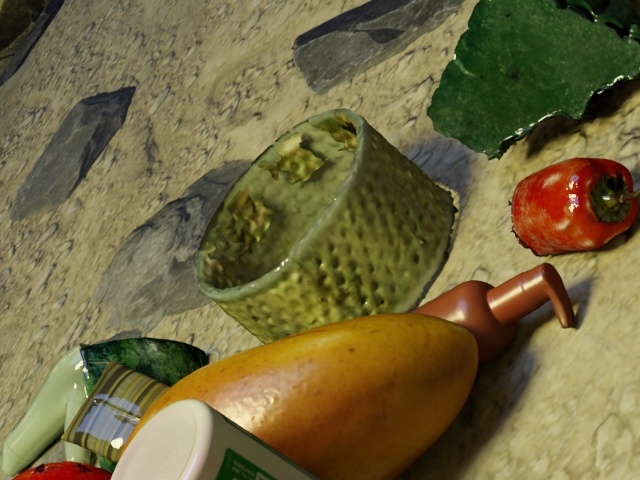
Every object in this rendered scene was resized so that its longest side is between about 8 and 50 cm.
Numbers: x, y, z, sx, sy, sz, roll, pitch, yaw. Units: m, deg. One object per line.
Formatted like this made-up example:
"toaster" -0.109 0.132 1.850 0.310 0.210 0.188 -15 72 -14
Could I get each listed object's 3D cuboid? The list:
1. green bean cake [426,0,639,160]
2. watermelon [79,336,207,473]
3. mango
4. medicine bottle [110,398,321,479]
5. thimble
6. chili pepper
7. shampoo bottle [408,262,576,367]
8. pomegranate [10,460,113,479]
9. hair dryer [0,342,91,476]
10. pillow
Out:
"green bean cake" 0.233 -0.172 1.874 0.208 0.193 0.107 -63 -3 28
"watermelon" -0.210 0.222 2.150 0.202 0.136 0.207 73 -160 -75
"mango" -0.010 0.176 1.671 0.350 0.201 0.199 -28 13 15
"medicine bottle" -0.039 0.253 1.530 0.133 0.274 0.133 -38 31 28
"thimble" 0.000 0.000 1.985 0.271 0.150 0.271 -38 27 23
"chili pepper" 0.251 -0.037 1.698 0.084 0.086 0.192 -29 5 -26
"shampoo bottle" 0.128 0.092 1.726 0.244 0.085 0.085 -31 30 32
"pomegranate" -0.270 0.342 1.887 0.210 0.210 0.235 -90 14 -55
"hair dryer" -0.329 0.264 2.281 0.206 0.075 0.237 -49 30 16
"pillow" -0.180 0.209 2.008 0.203 0.038 0.113 19 64 25
